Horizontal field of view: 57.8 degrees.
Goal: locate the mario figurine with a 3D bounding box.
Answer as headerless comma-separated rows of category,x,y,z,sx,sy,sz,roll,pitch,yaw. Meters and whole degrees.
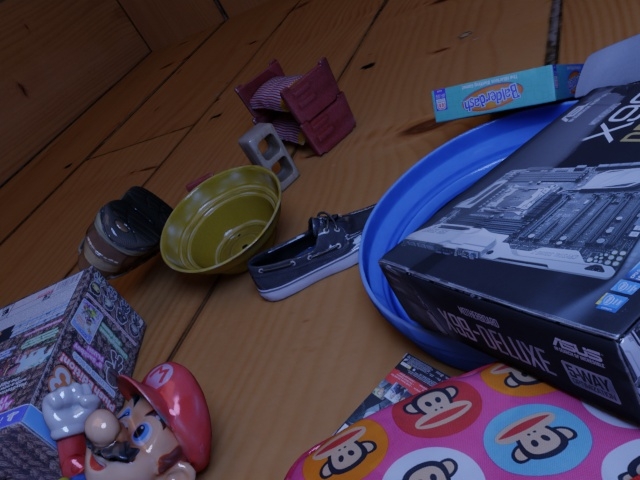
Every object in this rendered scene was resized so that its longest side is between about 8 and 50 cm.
mario figurine,-0.242,0.252,0.569,0.320,0.198,0.170,-54,-2,-21

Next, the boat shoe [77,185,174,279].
boat shoe,-0.333,-0.011,1.012,0.120,0.122,0.324,-47,4,8

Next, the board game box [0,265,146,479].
board game box,-0.403,0.210,0.804,0.232,0.141,0.291,-23,33,13

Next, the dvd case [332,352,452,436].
dvd case,0.079,0.172,0.573,0.119,0.013,0.087,-42,33,-19

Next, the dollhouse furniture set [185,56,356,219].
dollhouse furniture set,-0.134,-0.185,1.113,0.374,0.152,0.201,-44,34,-19

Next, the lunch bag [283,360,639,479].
lunch bag,0.135,0.184,0.342,0.293,0.120,0.258,-21,19,-9

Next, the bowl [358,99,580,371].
bowl,0.234,-0.016,0.643,0.391,0.077,0.391,-21,33,15

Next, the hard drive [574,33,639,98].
hard drive,0.398,-0.184,0.549,0.172,0.054,0.255,-9,4,-29

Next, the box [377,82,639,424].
box,0.233,-0.025,0.458,0.307,0.076,0.242,-37,22,-16

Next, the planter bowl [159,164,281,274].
planter bowl,-0.140,-0.013,0.926,0.217,0.090,0.217,-16,45,17

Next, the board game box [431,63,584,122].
board game box,0.276,-0.209,0.815,0.160,0.047,0.210,-2,12,39

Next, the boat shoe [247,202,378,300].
boat shoe,0.000,0.000,0.817,0.229,0.076,0.080,-28,32,6
